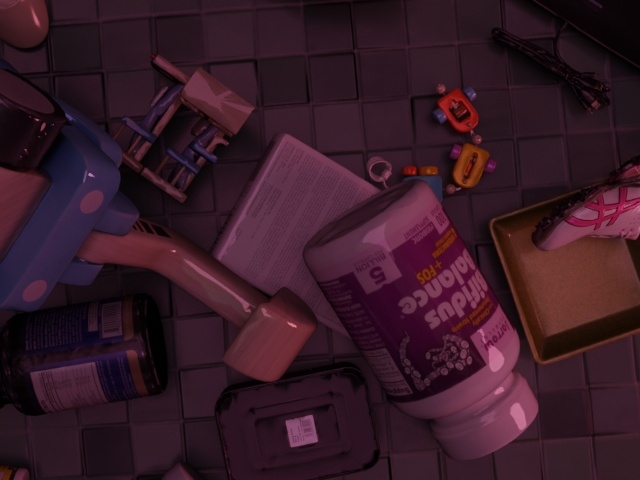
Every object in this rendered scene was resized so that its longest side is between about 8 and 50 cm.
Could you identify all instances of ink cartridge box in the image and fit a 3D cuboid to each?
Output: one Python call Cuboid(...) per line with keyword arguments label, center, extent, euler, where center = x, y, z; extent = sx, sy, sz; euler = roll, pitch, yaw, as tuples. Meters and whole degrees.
Cuboid(label="ink cartridge box", center=(0.000, 0.000, 1.281), extent=(0.225, 0.056, 0.181), euler=(30, 87, -19))

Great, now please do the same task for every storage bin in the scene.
Cuboid(label="storage bin", center=(-0.027, 0.220, 1.245), extent=(0.180, 0.084, 0.122), euler=(-11, 88, -1))

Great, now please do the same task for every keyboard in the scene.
Cuboid(label="keyboard", center=(0.311, -0.283, 1.298), extent=(0.317, 0.033, 0.201), euler=(33, 81, 1))

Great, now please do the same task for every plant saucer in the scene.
Cuboid(label="plant saucer", center=(0.317, 0.035, 1.278), extent=(0.188, 0.045, 0.188), euler=(-19, 88, -2))

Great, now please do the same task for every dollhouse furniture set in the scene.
Cuboid(label="dollhouse furniture set", center=(-0.172, -0.131, 1.193), extent=(0.129, 0.184, 0.129), euler=(35, 87, -9))

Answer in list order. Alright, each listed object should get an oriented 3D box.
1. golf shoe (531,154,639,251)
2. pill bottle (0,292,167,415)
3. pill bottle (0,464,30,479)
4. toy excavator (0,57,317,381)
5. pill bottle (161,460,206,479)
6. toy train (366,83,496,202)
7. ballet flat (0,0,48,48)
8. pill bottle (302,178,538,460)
Cuboid(label="golf shoe", center=(0.337, -0.030, 1.224), extent=(0.186, 0.067, 0.086), euler=(-30, 90, -3))
Cuboid(label="pill bottle", center=(-0.296, 0.137, 1.222), extent=(0.219, 0.123, 0.122), euler=(-9, 88, -1))
Cuboid(label="pill bottle", center=(-0.409, 0.295, 1.242), extent=(0.116, 0.065, 0.065), euler=(7, 88, -2))
Cuboid(label="toy excavator", center=(-0.248, -0.027, 1.103), extent=(0.433, 0.445, 0.222), euler=(41, 103, 27))
Cuboid(label="pill bottle", center=(-0.208, 0.353, 1.223), extent=(0.193, 0.108, 0.108), euler=(-44, 89, -2))
Cuboid(label="toy train", center=(0.140, -0.105, 1.281), extent=(0.166, 0.046, 0.125), euler=(-40, 88, -5))
Cuboid(label="ballet flat", center=(-0.409, -0.346, 1.257), extent=(0.086, 0.086, 0.248), euler=(-29, 89, -2))
Cuboid(label="pill bottle", center=(0.123, 0.095, 1.201), extent=(0.169, 0.169, 0.301), euler=(-33, 99, -2))
